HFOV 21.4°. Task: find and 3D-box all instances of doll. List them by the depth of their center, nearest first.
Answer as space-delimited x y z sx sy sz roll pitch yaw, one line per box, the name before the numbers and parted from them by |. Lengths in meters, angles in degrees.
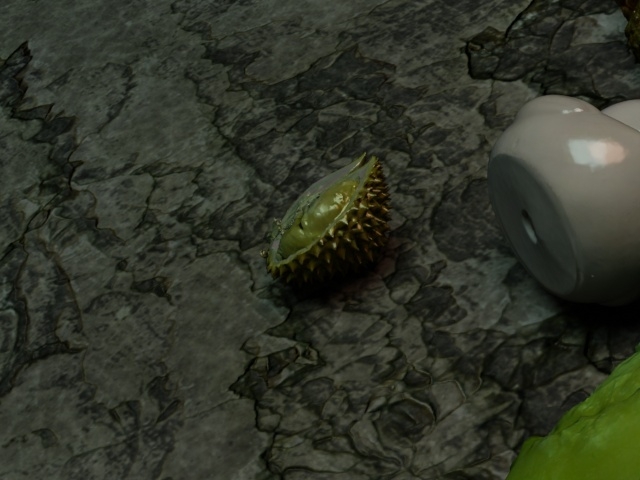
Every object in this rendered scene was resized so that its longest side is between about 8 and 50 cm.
doll | 0.282 -0.054 1.611 0.221 0.221 0.251 -35 3 -10

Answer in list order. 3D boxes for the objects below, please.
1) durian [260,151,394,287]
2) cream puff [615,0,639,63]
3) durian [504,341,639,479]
durian | 0.000 0.000 1.812 0.208 0.102 0.146 -25 25 47
cream puff | 0.394 -0.254 1.809 0.183 0.183 0.169 -5 54 29
durian | 0.290 0.187 1.310 0.339 0.204 0.256 -39 22 0
